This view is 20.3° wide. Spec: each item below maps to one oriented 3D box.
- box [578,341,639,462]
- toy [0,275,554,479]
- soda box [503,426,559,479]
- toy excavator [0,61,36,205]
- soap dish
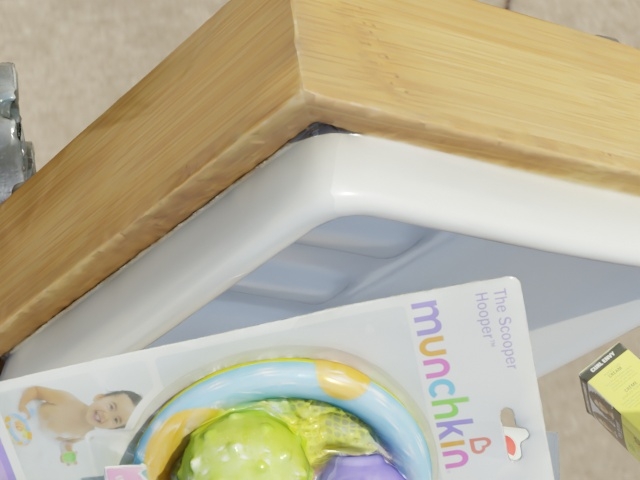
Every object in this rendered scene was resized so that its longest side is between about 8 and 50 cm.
[{"bbox_3d":[0.345,0.202,1.692,0.058,0.232,0.087,-38,146,-11],"label":"box"},{"bbox_3d":[-0.033,0.103,0.643,0.237,0.056,0.137,-10,123,6],"label":"toy"},{"bbox_3d":[0.114,0.204,1.422,0.074,0.069,0.216,7,160,-16],"label":"soda box"},{"bbox_3d":[-0.314,-0.209,1.135,0.222,0.445,0.433,-7,164,-8],"label":"toy excavator"},{"bbox_3d":[0.000,0.000,0.754,0.229,0.118,0.291,10,152,-35],"label":"soap dish"}]
